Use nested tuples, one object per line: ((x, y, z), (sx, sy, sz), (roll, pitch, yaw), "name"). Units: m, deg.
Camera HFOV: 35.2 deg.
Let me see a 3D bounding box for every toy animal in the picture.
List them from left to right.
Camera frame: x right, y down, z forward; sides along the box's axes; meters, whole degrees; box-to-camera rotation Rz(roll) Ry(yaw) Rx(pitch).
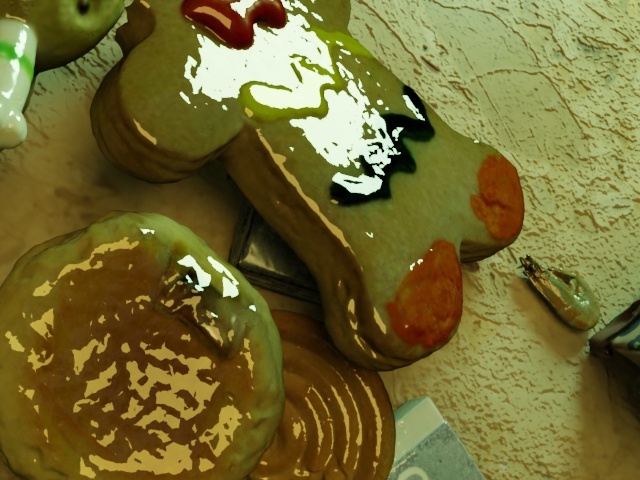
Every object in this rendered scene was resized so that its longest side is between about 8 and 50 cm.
((-0.230, -0.229, 0.847), (0.180, 0.181, 0.363), (-6, 77, -15), "toy animal")

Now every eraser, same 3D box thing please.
((0.119, 0.256, 0.925), (0.092, 0.046, 0.212), (-34, 91, -26), "eraser")

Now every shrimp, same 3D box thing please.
((0.252, 0.048, 1.053), (0.108, 0.023, 0.059), (47, 54, -4), "shrimp")

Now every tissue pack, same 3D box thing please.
((0.000, 0.000, 0.944), (0.156, 0.051, 0.112), (19, 66, -17), "tissue pack")

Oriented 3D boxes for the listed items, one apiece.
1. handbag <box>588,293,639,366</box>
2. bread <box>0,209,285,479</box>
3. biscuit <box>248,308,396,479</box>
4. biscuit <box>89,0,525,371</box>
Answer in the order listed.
((0.400, 0.100, 0.980), (0.193, 0.251, 0.190), (-32, 89, -10), "handbag")
((-0.149, 0.095, 0.800), (0.244, 0.134, 0.244), (1, 88, -18), "bread")
((-0.007, 0.167, 0.879), (0.144, 0.033, 0.224), (-8, 81, 3), "biscuit")
((0.008, -0.092, 0.893), (0.394, 0.076, 0.368), (48, 42, -4), "biscuit")
